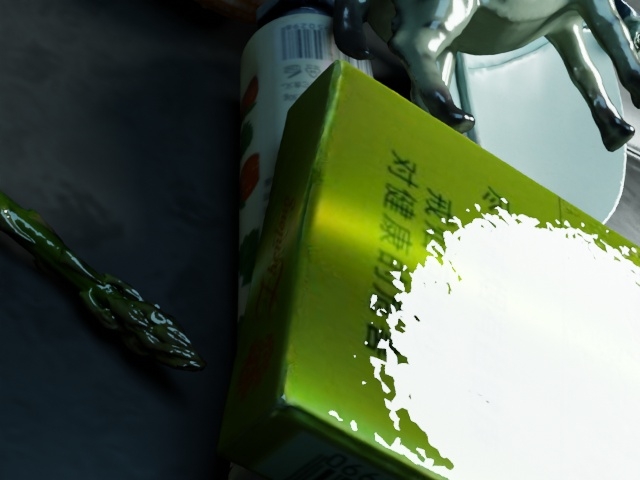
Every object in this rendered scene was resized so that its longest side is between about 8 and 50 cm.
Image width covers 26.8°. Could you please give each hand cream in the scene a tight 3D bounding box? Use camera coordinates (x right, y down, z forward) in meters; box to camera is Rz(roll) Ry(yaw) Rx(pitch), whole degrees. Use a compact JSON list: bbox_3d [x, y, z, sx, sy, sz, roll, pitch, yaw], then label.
[{"bbox_3d":[0.000,0.000,0.551,0.095,0.059,0.276,18,45,-24],"label":"hand cream"}]

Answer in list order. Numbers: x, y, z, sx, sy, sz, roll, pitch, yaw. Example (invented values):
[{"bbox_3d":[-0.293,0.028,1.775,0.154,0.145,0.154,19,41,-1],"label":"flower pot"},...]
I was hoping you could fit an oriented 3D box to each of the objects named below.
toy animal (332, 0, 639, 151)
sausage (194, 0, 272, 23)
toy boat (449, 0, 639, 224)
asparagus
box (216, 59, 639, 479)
[{"bbox_3d":[0.084,-0.122,0.638,0.216,0.073,0.176,-15,69,-39],"label":"toy animal"},{"bbox_3d":[-0.090,-0.173,0.647,0.234,0.071,0.071,29,39,-6],"label":"sausage"},{"bbox_3d":[0.105,-0.081,0.703,0.220,0.067,0.291,14,46,-25],"label":"toy boat"},{"bbox_3d":[-0.133,-0.023,0.501,0.233,0.022,0.023,38,-6,7],"label":"asparagus"},{"bbox_3d":[0.112,0.071,0.519,0.311,0.043,0.173,29,43,-20],"label":"box"}]
